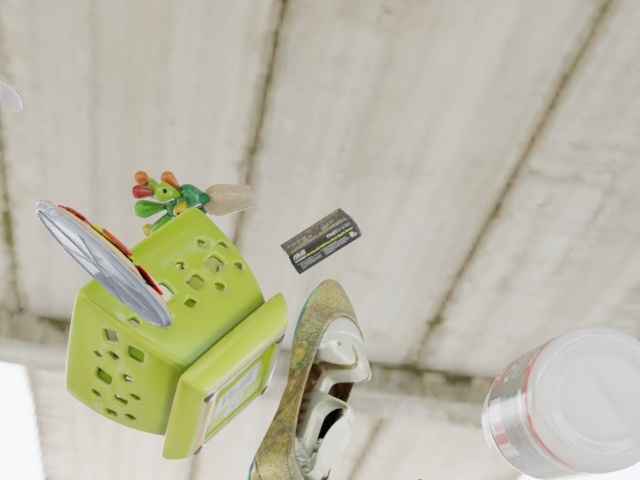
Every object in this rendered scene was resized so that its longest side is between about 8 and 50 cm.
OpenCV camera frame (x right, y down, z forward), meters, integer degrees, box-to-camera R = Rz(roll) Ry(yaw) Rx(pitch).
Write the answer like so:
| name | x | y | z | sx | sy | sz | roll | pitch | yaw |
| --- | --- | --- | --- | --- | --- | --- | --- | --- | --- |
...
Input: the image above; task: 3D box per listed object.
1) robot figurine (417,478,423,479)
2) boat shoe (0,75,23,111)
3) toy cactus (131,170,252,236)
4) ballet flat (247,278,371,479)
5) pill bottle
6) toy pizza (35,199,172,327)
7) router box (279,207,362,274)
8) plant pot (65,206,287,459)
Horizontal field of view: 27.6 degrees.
| name | x | y | z | sx | sy | sz | roll | pitch | yaw |
| --- | --- | --- | --- | --- | --- | --- | --- | --- | --- |
| robot figurine | 0.070 | 0.336 | 0.977 | 0.211 | 0.291 | 0.085 | 26 | 1 | -28 |
| boat shoe | -0.498 | -0.236 | 2.079 | 0.035 | 0.100 | 0.035 | -6 | -55 | -49 |
| toy cactus | -0.193 | -0.048 | 1.962 | 0.180 | 0.112 | 0.219 | -7 | -22 | 1 |
| ballet flat | 0.007 | 0.208 | 1.784 | 0.123 | 0.348 | 0.123 | 16 | -30 | 9 |
| pill bottle | 0.372 | 0.260 | 1.990 | 0.210 | 0.210 | 0.363 | 9 | -15 | -6 |
| toy pizza | -0.235 | 0.021 | 1.447 | 0.201 | 0.032 | 0.201 | 38 | -16 | 13 |
| router box | 0.000 | 0.000 | 2.094 | 0.122 | 0.092 | 0.038 | -33 | -76 | -3 |
| plant pot | -0.179 | 0.134 | 1.697 | 0.207 | 0.228 | 0.227 | 38 | -39 | 17 |
